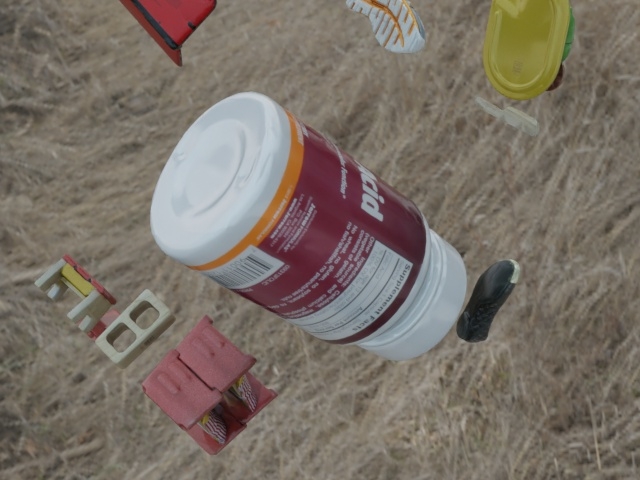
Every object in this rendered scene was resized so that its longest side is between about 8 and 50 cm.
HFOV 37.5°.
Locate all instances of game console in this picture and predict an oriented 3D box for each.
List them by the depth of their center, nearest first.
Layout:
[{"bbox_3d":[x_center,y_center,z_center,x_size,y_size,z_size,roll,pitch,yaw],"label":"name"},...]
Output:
[{"bbox_3d":[-0.201,-0.309,1.192,0.124,0.144,0.085,-42,-1,21],"label":"game console"}]

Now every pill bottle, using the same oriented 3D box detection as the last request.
[{"bbox_3d":[0.000,0.000,1.213,0.224,0.392,0.224,-28,46,33],"label":"pill bottle"}]

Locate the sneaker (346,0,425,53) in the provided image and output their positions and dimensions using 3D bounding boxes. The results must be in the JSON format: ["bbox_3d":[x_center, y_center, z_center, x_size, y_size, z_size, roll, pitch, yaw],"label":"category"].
[{"bbox_3d":[0.124,-0.384,1.585,0.083,0.084,0.214,2,41,-36],"label":"sneaker"}]

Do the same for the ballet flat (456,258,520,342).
[{"bbox_3d":[0.255,0.089,1.409,0.049,0.173,0.057,4,46,-22],"label":"ballet flat"}]

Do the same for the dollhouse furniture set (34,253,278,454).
[{"bbox_3d":[-0.267,0.164,1.558,0.374,0.201,0.152,39,76,20],"label":"dollhouse furniture set"}]

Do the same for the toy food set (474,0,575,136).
[{"bbox_3d":[0.299,-0.268,1.324,0.071,0.217,0.128,-12,30,-43],"label":"toy food set"}]
